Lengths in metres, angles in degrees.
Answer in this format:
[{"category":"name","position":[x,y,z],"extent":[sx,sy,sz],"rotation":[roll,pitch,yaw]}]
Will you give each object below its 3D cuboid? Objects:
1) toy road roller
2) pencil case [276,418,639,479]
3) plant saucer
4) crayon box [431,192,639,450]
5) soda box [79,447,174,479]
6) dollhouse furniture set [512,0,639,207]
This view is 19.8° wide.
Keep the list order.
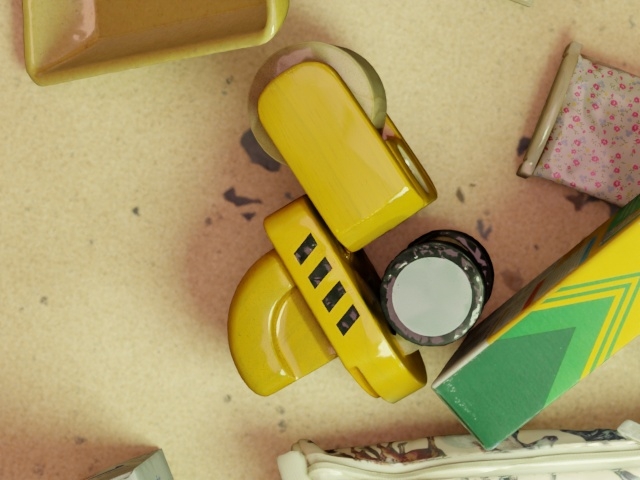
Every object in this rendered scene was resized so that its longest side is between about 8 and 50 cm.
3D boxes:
[{"category":"toy road roller","position":[0.000,0.000,1.699],"extent":[0.240,0.202,0.330],"rotation":[-31,89,9]},{"category":"pencil case","position":[0.168,0.245,1.701],"extent":[0.410,0.160,0.184],"rotation":[-4,126,-2]},{"category":"plant saucer","position":[-0.146,-0.322,1.693],"extent":[0.332,0.081,0.333],"rotation":[-5,87,41]},{"category":"crayon box","position":[0.260,0.039,1.646],"extent":[0.323,0.203,0.083],"rotation":[-42,89,19]},{"category":"soda box","position":[-0.176,0.252,1.634],"extent":[0.091,0.286,0.098],"rotation":[-22,88,-1]},{"category":"dollhouse furniture set","position":[0.269,-0.144,1.720],"extent":[0.303,0.174,0.356],"rotation":[20,87,0]}]
